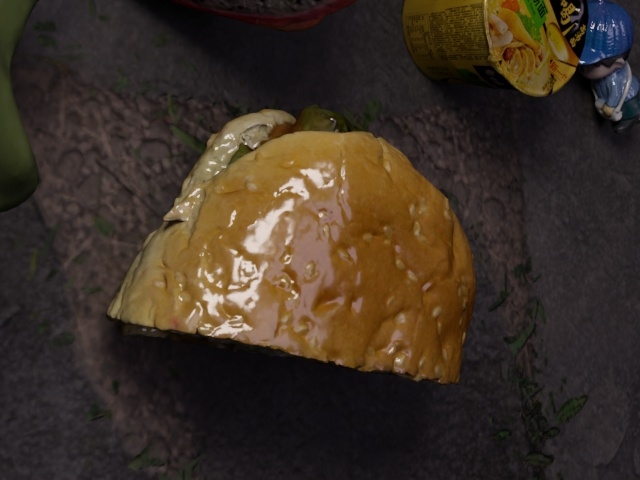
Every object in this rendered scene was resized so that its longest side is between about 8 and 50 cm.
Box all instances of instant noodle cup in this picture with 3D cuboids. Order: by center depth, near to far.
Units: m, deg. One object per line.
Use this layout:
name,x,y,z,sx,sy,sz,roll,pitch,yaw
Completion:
instant noodle cup,0.159,-0.205,1.168,0.151,0.122,0.151,-1,92,-41

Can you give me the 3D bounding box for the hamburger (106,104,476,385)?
hamburger,-0.001,-0.003,1.004,0.330,0.162,0.209,10,87,-38

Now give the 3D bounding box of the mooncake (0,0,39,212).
mooncake,-0.282,-0.166,0.691,0.351,0.187,0.351,-9,106,-33

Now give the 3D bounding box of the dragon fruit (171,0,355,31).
dragon fruit,-0.043,-0.316,0.876,0.305,0.305,0.226,39,59,-37

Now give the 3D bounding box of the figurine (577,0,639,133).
figurine,0.306,-0.184,1.339,0.149,0.087,0.086,53,21,-32
